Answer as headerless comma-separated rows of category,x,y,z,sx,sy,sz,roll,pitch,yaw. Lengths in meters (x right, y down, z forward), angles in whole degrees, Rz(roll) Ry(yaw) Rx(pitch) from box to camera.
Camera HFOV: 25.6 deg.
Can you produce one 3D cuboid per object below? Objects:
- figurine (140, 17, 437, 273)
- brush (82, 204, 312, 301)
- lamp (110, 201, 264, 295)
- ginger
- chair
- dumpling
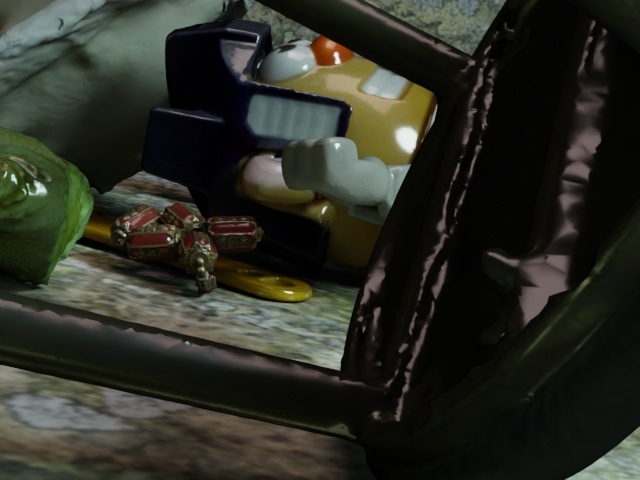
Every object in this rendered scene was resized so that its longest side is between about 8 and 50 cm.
figurine,0.036,-0.044,0.855,0.308,0.143,0.308,12,-8,2
brush,-0.118,0.000,0.846,0.272,0.013,0.103,16,12,33
lamp,-0.080,0.000,0.777,0.083,0.031,0.063,13,28,29
ginger,-0.252,-0.039,0.725,0.290,0.089,0.137,14,18,21
chair,-0.057,-0.137,0.439,0.410,0.362,0.365,30,43,-9
dumpling,-0.178,-0.130,0.955,0.204,0.163,0.293,5,-25,-34
